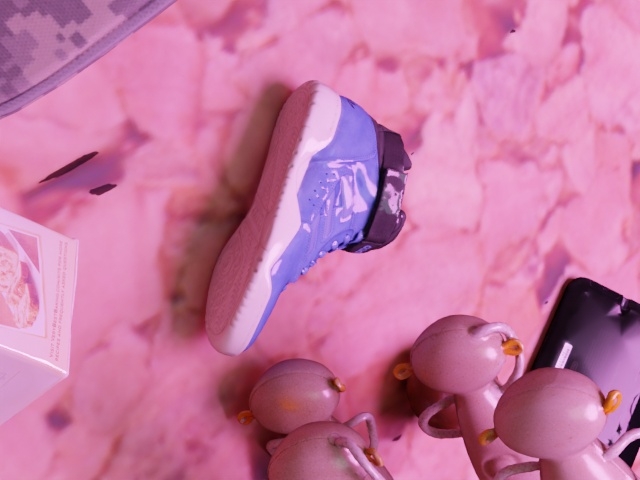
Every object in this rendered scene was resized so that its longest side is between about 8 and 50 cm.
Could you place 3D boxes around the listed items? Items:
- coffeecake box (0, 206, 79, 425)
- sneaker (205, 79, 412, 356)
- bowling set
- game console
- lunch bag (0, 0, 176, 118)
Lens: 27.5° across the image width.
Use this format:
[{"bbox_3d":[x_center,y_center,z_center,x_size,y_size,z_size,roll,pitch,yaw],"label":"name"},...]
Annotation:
[{"bbox_3d":[-0.210,0.024,0.493,0.185,0.142,0.068,27,43,-34],"label":"coffeecake box"},{"bbox_3d":[0.000,0.000,0.693,0.084,0.058,0.152,27,73,-25],"label":"sneaker"},{"bbox_3d":[0.030,0.102,0.682,0.200,0.287,0.154,-86,151,-52],"label":"bowling set"},{"bbox_3d":[0.180,0.102,0.861,0.107,0.071,0.122,26,78,-4],"label":"game console"},{"bbox_3d":[-0.144,-0.215,0.453,0.212,0.256,0.305,-38,116,5],"label":"lunch bag"}]
